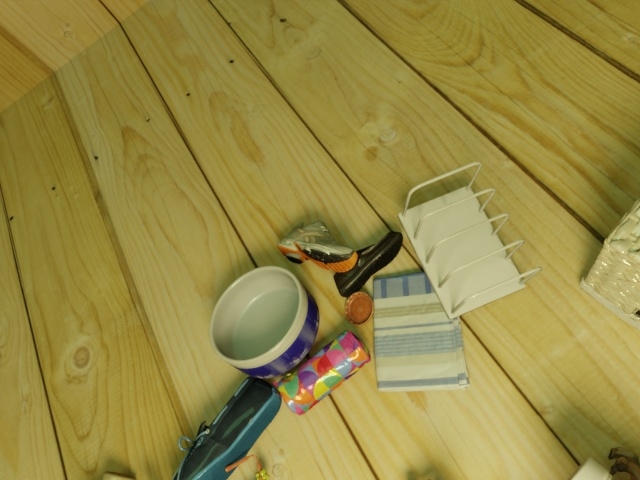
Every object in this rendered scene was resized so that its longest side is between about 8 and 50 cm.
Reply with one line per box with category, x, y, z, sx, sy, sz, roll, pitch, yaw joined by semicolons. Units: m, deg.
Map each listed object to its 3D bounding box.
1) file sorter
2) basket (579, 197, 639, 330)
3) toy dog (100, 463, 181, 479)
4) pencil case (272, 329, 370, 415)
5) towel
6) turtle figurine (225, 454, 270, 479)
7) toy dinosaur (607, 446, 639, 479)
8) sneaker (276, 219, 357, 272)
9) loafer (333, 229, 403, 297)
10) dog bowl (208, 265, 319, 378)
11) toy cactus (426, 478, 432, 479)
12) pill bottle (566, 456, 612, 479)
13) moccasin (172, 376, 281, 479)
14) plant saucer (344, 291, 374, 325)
file sorter;0.323;-0.001;1.068;0.192;0.173;0.278;-22;72;-4
basket;0.741;0.029;0.895;0.331;0.266;0.328;-45;59;-5
toy dog;-0.436;0.640;1.112;0.333;0.161;0.220;-15;63;14
pencil case;0.004;0.308;1.138;0.236;0.104;0.104;-36;60;0
towel;0.227;0.211;1.136;0.209;0.034;0.285;-10;62;19
turtle figurine;-0.167;0.638;1.055;0.217;0.087;0.269;30;67;20
toy dinosaur;0.585;0.483;0.829;0.200;0.127;0.296;27;74;29
sneaker;0.000;0.000;1.253;0.262;0.099;0.121;11;61;43
loafer;0.115;0.046;1.224;0.220;0.080;0.078;-42;60;-1
dog bowl;-0.139;0.200;1.200;0.264;0.104;0.265;-17;48;20
toy cactus;0.235;0.529;0.903;0.112;0.180;0.219;-42;49;-7
pill bottle;0.484;0.466;0.707;0.152;0.152;0.272;-47;57;-4
moccasin;-0.237;0.473;1.138;0.116;0.138;0.342;31;61;31
plant saucer;0.098;0.170;1.201;0.083;0.013;0.084;-13;68;36
